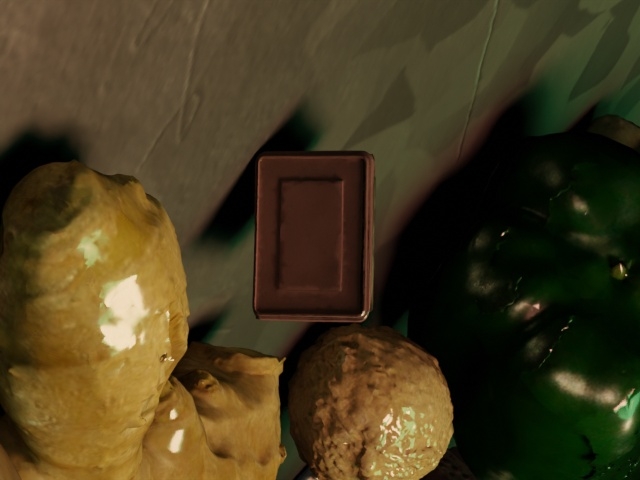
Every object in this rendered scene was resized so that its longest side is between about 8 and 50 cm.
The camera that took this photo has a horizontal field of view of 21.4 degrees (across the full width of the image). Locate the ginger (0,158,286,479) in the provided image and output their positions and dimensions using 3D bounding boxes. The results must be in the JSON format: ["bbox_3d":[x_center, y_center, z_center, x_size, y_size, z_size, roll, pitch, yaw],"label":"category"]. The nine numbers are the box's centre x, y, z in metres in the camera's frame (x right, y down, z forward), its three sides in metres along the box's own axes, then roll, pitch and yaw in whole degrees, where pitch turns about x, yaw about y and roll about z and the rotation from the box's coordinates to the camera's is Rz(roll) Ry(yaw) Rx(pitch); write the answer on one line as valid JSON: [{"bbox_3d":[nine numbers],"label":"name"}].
[{"bbox_3d":[-0.138,0.157,0.779,0.363,0.122,0.348,-60,155,-4],"label":"ginger"}]

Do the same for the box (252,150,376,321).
[{"bbox_3d":[0.000,0.000,0.855,0.063,0.060,0.084,34,56,-81],"label":"box"}]

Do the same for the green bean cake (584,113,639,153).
[{"bbox_3d":[0.263,0.001,1.372,0.094,0.185,0.183,-49,166,-25],"label":"green bean cake"}]

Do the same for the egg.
[{"bbox_3d":[0.032,0.116,1.136,0.140,0.116,0.118,82,27,-63],"label":"egg"}]

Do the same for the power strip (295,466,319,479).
[{"bbox_3d":[0.000,0.214,1.396,0.056,0.032,0.123,-47,163,-14],"label":"power strip"}]

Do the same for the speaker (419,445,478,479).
[{"bbox_3d":[0.047,0.373,1.752,0.259,0.198,0.329,7,112,-25],"label":"speaker"}]

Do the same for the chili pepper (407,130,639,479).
[{"bbox_3d":[0.183,0.064,1.176,0.233,0.248,0.256,-47,166,-12],"label":"chili pepper"}]

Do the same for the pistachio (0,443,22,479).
[{"bbox_3d":[-0.155,0.098,0.565,0.108,0.126,0.185,-34,125,-38],"label":"pistachio"}]
